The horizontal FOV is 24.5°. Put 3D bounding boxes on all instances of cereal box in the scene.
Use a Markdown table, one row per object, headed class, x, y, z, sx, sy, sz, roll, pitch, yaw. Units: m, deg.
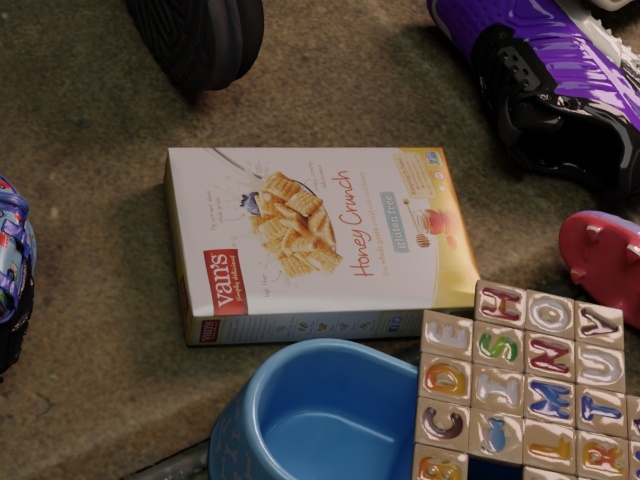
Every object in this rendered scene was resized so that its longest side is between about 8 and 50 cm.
| class | x | y | z | sx | sy | sz | roll | pitch | yaw |
| --- | --- | --- | --- | --- | --- | --- | --- | --- | --- |
| cereal box | 0.000 | 0.000 | 1.193 | 0.240 | 0.047 | 0.173 | -1 | 52 | -16 |

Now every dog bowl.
| class | x | y | z | sx | sy | sz | roll | pitch | yaw |
| --- | --- | --- | --- | --- | --- | --- | --- | --- | --- |
| dog bowl | 0.066 | 0.170 | 1.058 | 0.297 | 0.074 | 0.166 | 22 | 50 | 4 |

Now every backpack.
| class | x | y | z | sx | sy | sz | roll | pitch | yaw |
| --- | --- | --- | --- | --- | --- | --- | --- | --- | --- |
| backpack | -0.281 | 0.002 | 1.075 | 0.158 | 0.117 | 0.173 | 11 | 47 | -7 |

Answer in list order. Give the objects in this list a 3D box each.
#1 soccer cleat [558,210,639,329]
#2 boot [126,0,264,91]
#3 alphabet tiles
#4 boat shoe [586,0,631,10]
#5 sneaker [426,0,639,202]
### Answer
| class | x | y | z | sx | sy | sz | roll | pitch | yaw |
| --- | --- | --- | --- | --- | --- | --- | --- | --- | --- |
| soccer cleat | 0.314 | 0.043 | 1.214 | 0.248 | 0.083 | 0.095 | 29 | 37 | 24 |
| boot | 0.023 | -0.319 | 1.408 | 0.445 | 0.146 | 0.367 | -10 | 57 | -27 |
| alphabet tiles | 0.165 | 0.133 | 1.060 | 0.198 | 0.009 | 0.237 | 12 | 50 | -5 |
| boat shoe | 0.266 | -0.281 | 1.396 | 0.091 | 0.109 | 0.305 | 22 | 16 | 24 |
| sneaker | 0.194 | -0.140 | 1.321 | 0.293 | 0.102 | 0.146 | 39 | 54 | 17 |
